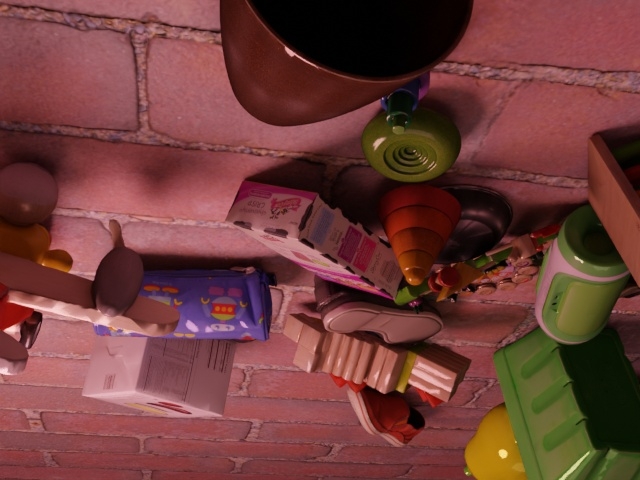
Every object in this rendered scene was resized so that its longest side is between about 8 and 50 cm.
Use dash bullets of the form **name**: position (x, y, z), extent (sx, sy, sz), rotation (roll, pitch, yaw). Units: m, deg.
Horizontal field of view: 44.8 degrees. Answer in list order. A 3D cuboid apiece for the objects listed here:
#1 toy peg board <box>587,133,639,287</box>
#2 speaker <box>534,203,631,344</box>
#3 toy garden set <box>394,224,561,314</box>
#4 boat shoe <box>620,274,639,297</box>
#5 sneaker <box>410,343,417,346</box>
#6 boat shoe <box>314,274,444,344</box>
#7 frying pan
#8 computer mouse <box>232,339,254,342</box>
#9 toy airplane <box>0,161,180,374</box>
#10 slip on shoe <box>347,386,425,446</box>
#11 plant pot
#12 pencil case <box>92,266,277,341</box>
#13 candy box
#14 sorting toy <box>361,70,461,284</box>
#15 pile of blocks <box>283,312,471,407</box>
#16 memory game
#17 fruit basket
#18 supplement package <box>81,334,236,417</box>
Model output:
- **toy peg board**: position (0.429, -0.049, 1.035), extent (0.079, 0.161, 0.161), rotation (-23, 147, 6)
- **speaker**: position (0.422, 0.064, 1.250), extent (0.131, 0.131, 0.296), rotation (-4, 150, 5)
- **toy garden set**: position (0.242, 0.044, 1.134), extent (0.244, 0.049, 0.204), rotation (-22, 172, -10)
- **boat shoe**: position (0.548, 0.062, 1.327), extent (0.049, 0.056, 0.152), rotation (6, 159, -21)
- **sneaker**: position (0.175, 0.249, 1.613), extent (0.086, 0.064, 0.192), rotation (-13, 138, 22)
- **boat shoe**: position (0.110, 0.112, 1.366), extent (0.112, 0.096, 0.335), rotation (-35, 150, 27)
- **frying pan**: position (0.138, -0.004, 1.210), extent (0.326, 0.053, 0.197), rotation (-14, 147, 16)
- **computer mouse**: position (-0.203, 0.148, 1.466), extent (0.071, 0.041, 0.242), rotation (-26, 141, 37)
- **toy airplane**: position (-0.429, 0.024, 1.020), extent (0.384, 0.273, 0.386), rotation (19, 179, 35)
- **slip on shoe**: position (0.160, 0.414, 1.885), extent (0.101, 0.123, 0.331), rotation (-35, 141, 11)
- **plant pot**: position (-0.007, -0.200, 0.732), extent (0.215, 0.215, 0.230), rotation (9, 163, -17)
- **pencil case**: position (-0.226, 0.102, 1.307), extent (0.306, 0.119, 0.133), rotation (1, 109, -3)
- **candy box**: position (0.000, 0.000, 1.120), extent (0.159, 0.071, 0.233), rotation (13, 167, 44)
- **sorting toy**: position (0.113, -0.065, 0.977), extent (0.127, 0.126, 0.366), rotation (0, 145, 12)
- **pile of blocks**: position (0.100, 0.233, 1.480), extent (0.362, 0.149, 0.113), rotation (17, 104, 0)
- **memory game**: position (0.283, 0.060, 1.339), extent (0.186, 0.012, 0.186), rotation (-3, 154, -1)
- **fruit basket**: position (0.470, 0.390, 1.576), extent (0.282, 0.392, 0.392), rotation (8, 149, -15)
- **supplement package**: position (-0.309, 0.248, 1.499), extent (0.203, 0.149, 0.194), rotation (26, 152, -38)
